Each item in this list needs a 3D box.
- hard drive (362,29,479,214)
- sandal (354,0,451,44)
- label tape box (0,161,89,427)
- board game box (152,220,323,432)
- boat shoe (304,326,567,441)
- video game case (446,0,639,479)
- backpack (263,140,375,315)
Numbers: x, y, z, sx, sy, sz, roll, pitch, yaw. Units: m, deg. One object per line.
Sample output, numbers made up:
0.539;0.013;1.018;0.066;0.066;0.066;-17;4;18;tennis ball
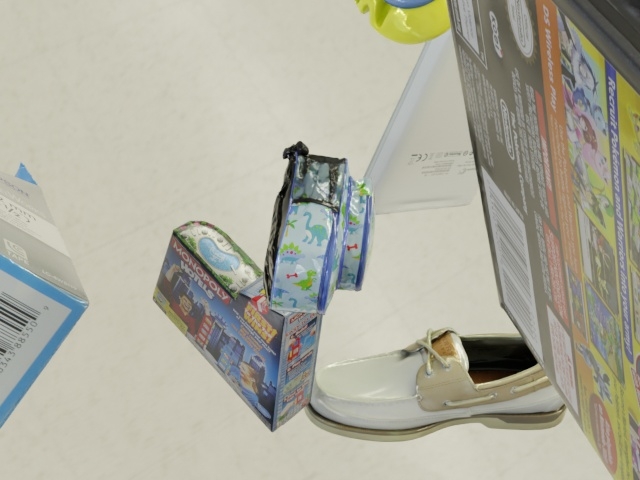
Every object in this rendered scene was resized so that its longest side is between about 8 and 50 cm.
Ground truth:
0.179;-0.169;1.727;0.203;0.308;0.040;-7;43;-39;hard drive
0.021;-0.328;1.276;0.126;0.138;0.317;-40;61;-16;sandal
-0.363;0.061;1.294;0.115;0.249;0.348;32;9;-31;label tape box
-0.070;0.067;1.323;0.060;0.194;0.194;-36;76;-31;board game box
0.132;0.145;1.463;0.302;0.103;0.113;-3;38;-14;boat shoe
0.121;0.008;0.541;0.035;0.275;0.248;-21;43;-6;video game case
0.000;0.000;1.064;0.084;0.105;0.114;11;57;2;backpack
